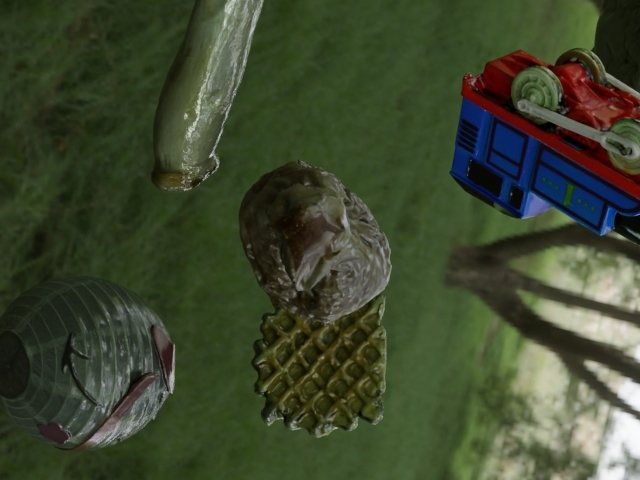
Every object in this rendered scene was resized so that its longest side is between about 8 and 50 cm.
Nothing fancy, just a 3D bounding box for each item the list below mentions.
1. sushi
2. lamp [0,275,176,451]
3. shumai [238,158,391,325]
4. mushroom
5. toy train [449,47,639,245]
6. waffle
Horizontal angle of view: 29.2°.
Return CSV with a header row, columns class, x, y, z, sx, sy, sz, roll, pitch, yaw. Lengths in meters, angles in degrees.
class,x,y,z,sx,sy,sz,roll,pitch,yaw
sushi,0.440,-0.220,1.527,0.343,0.182,0.196,-89,-166,-71
lamp,-0.302,0.157,1.592,0.265,0.233,0.233,-29,-147,45
shumai,0.000,0.000,1.462,0.166,0.206,0.175,-45,-175,-11
mushroom,-0.124,-0.194,1.362,0.100,0.081,0.312,-59,171,-63
toy train,0.200,-0.064,0.929,0.082,0.204,0.131,-24,136,-36
waffle,-0.002,0.178,1.811,0.054,0.204,0.223,49,41,-72
